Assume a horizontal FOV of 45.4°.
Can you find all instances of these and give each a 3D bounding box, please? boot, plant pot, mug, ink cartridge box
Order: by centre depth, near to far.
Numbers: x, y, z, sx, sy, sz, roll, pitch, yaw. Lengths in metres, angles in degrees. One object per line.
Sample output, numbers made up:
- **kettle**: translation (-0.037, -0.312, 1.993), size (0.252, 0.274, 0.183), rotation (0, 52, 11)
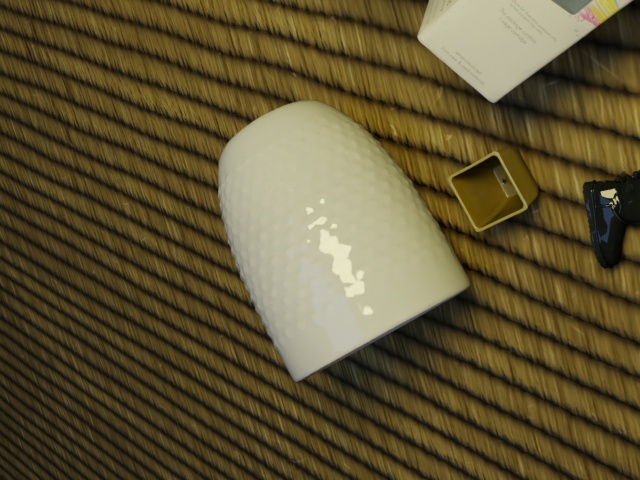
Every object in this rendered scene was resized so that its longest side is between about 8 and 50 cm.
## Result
- **ink cartridge box**: translation (0.268, -0.319, 0.744), size (0.119, 0.207, 0.353), rotation (37, 135, -18)
- **boot**: translation (0.373, -0.027, 0.910), size (0.099, 0.045, 0.121), rotation (-7, 103, 38)
- **plant pot**: translation (0.230, -0.071, 0.980), size (0.081, 0.083, 0.081), rotation (-30, 88, 42)
- **mug**: translation (0.000, 0.000, 1.106), size (0.328, 0.276, 0.374), rotation (61, 164, 9)
